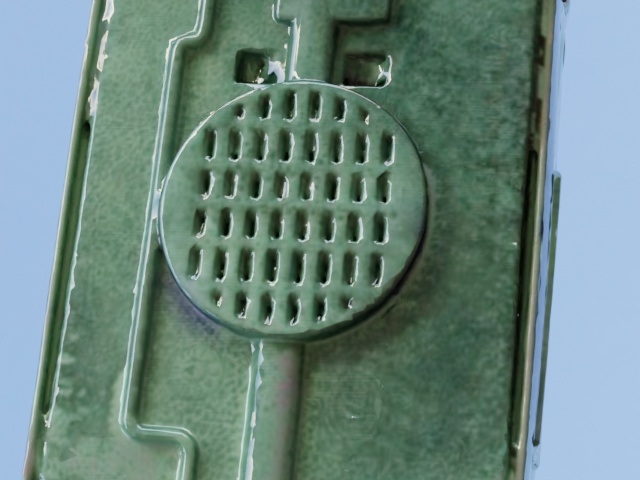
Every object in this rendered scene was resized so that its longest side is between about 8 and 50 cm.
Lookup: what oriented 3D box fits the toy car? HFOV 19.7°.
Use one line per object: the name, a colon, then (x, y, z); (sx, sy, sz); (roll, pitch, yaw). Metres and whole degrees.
toy car: (0.000, 0.000, 0.346); (0.090, 0.076, 0.224); (3, -109, 10)
